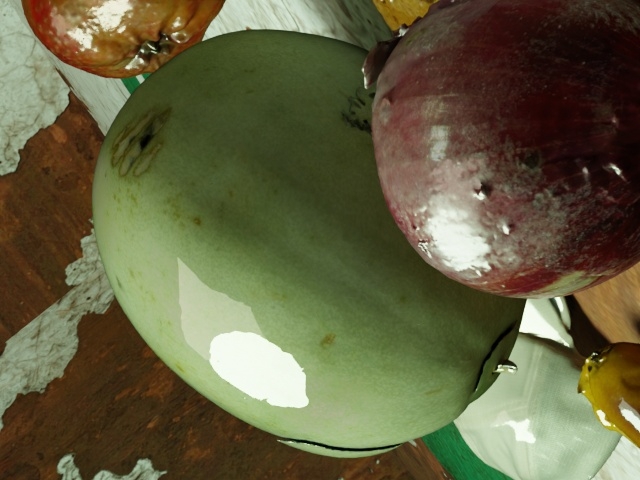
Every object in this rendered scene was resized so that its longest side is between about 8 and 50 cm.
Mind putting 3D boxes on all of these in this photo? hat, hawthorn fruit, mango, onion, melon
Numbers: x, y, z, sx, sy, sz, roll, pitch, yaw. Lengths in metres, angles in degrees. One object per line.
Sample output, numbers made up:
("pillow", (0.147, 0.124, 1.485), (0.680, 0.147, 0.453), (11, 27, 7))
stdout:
("hat", (0.127, 0.087, 1.284), (0.226, 0.164, 0.219), (33, 174, -10))
("hawthorn fruit", (-0.174, -0.240, 1.375), (0.179, 0.179, 0.200), (73, 176, -68))
("mango", (0.234, 0.117, 1.101), (0.127, 0.063, 0.077), (41, 163, 21))
("onion", (0.119, -0.051, 0.753), (0.195, 0.159, 0.159), (-8, 123, 53))
("melon", (0.000, 0.000, 1.128), (0.330, 0.268, 0.268), (40, 168, 18))

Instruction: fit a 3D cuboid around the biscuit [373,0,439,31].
("biscuit", (0.126, -0.077, 0.922), (0.280, 0.043, 0.183), (41, 171, 28))
